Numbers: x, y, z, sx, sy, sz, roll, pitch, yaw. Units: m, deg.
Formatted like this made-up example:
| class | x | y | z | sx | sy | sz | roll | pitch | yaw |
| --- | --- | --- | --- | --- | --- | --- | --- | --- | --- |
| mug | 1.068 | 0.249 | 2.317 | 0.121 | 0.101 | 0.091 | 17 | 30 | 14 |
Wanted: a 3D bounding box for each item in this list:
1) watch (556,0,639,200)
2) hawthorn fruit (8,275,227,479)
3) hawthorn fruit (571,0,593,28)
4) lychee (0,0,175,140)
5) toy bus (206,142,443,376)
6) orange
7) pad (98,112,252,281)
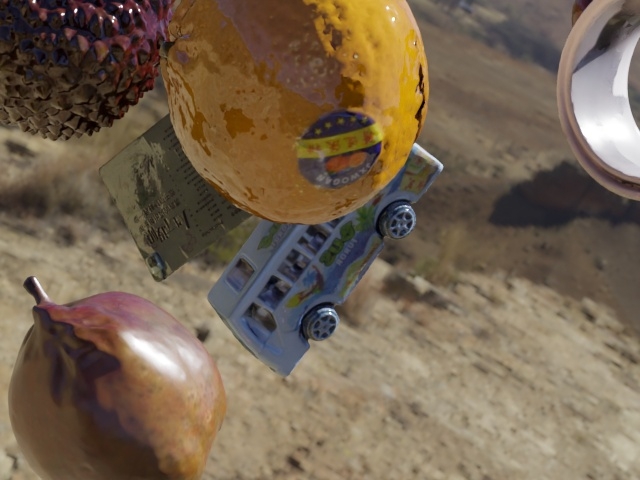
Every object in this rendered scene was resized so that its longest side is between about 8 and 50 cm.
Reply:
| class | x | y | z | sx | sy | sz | roll | pitch | yaw |
| --- | --- | --- | --- | --- | --- | --- | --- | --- | --- |
| watch | 0.348 | -0.148 | 1.067 | 0.196 | 0.244 | 0.231 | -5 | 32 | -42 |
| hawthorn fruit | -0.281 | 0.217 | 1.688 | 0.308 | 0.324 | 0.308 | 3 | 45 | -3 |
| hawthorn fruit | 0.358 | -0.286 | 1.576 | 0.077 | 0.077 | 0.077 | 26 | 18 | -9 |
| lychee | -0.278 | -0.216 | 1.268 | 0.271 | 0.271 | 0.271 | 26 | 18 | -9 |
| toy bus | 0.000 | 0.000 | 1.481 | 0.136 | 0.329 | 0.109 | 34 | 3 | -38 |
| orange | -0.020 | -0.120 | 0.915 | 0.193 | 0.219 | 0.219 | -9 | 24 | -3 |
| pad | -0.127 | -0.085 | 1.370 | 0.159 | 0.265 | 0.009 | 61 | 22 | 13 |
